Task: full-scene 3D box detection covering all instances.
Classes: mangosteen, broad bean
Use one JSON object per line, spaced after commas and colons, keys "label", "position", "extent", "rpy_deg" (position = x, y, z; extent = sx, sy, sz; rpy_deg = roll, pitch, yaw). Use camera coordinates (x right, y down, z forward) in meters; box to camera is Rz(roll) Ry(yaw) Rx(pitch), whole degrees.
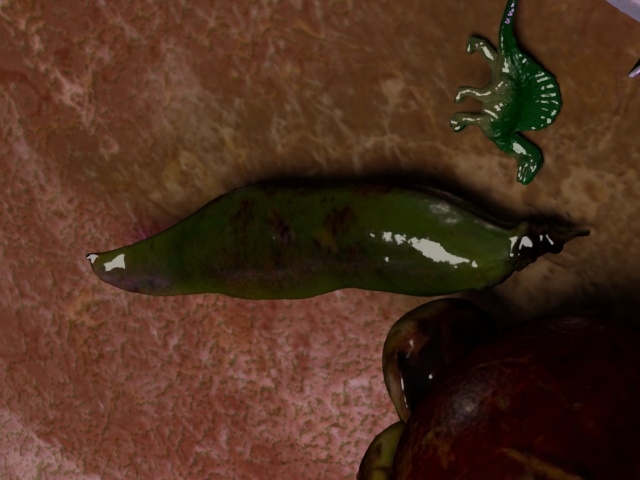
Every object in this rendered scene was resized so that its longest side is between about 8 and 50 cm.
{"label": "mangosteen", "position": [0.119, 0.131, 1.087], "extent": [0.257, 0.215, 0.215], "rpy_deg": [41, 134, 37]}
{"label": "broad bean", "position": [0.000, 0.000, 1.160], "extent": [0.339, 0.061, 0.077], "rpy_deg": [-1, 128, 31]}

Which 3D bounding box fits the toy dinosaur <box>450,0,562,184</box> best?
{"label": "toy dinosaur", "position": [0.109, -0.091, 1.072], "extent": [0.060, 0.029, 0.120], "rpy_deg": [12, 118, 6]}

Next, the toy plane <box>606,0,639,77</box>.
{"label": "toy plane", "position": [0.267, -0.149, 0.908], "extent": [0.267, 0.088, 0.212], "rpy_deg": [-38, 95, 31]}
